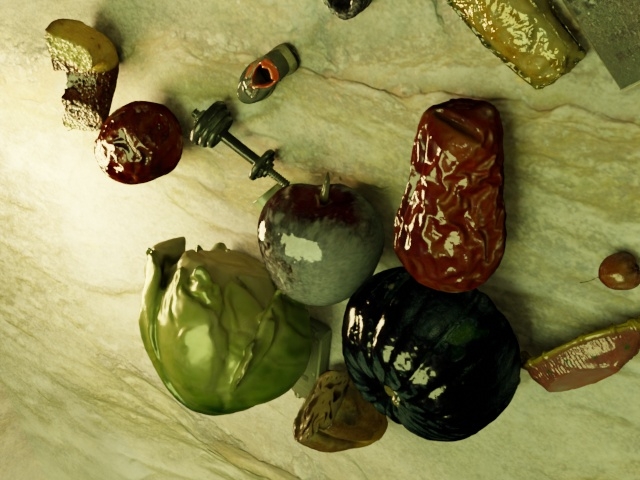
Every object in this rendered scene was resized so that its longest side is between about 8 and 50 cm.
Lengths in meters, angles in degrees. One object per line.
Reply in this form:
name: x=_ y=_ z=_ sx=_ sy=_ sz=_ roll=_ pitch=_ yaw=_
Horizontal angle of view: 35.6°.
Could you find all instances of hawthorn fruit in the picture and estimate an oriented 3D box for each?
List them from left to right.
hawthorn fruit: x=0.490 y=0.060 z=1.686 sx=0.103 sy=0.067 sz=0.067 roll=-26 pitch=102 yaw=38

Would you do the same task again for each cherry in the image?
cherry: x=0.000 y=0.000 z=1.981 sx=0.255 sy=0.218 sz=0.296 roll=7 pitch=130 yaw=7

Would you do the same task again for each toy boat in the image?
toy boat: x=0.475 y=0.212 z=1.818 sx=0.141 sy=0.099 sz=0.318 roll=17 pitch=152 yaw=-28

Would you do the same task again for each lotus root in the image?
lotus root: x=0.059 y=0.418 z=2.304 sx=0.180 sy=0.199 sz=0.188 roll=37 pitch=167 yaw=-21

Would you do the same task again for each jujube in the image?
jujube: x=-0.404 y=-0.219 z=2.239 sx=0.183 sy=0.183 sz=0.243 roll=55 pitch=150 yaw=-8
jujube: x=0.232 y=-0.077 z=1.727 sx=0.216 sy=0.216 sz=0.342 roll=22 pitch=121 yaw=30

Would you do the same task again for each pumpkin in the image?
pumpkin: x=0.204 y=0.214 z=1.912 sx=0.363 sy=0.266 sz=0.363 roll=37 pitch=159 yaw=17

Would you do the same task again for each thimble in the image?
thimble: x=0.041 y=-0.436 z=1.703 sx=0.095 sy=0.066 sz=0.104 roll=27 pitch=137 yaw=22

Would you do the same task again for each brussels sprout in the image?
brussels sprout: x=-0.232 y=0.211 z=2.252 sx=0.425 sy=0.342 sz=0.361 roll=26 pitch=105 yaw=42

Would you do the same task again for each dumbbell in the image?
dumbbell: x=-0.168 y=-0.192 z=2.087 sx=0.254 sy=0.110 sz=0.110 roll=39 pitch=141 yaw=4

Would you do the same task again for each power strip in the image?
power strip: x=-0.023 y=0.285 z=2.387 sx=0.078 sy=0.052 sz=0.272 roll=29 pitch=137 yaw=23

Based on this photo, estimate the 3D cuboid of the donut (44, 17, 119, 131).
donut: x=-0.513 y=-0.379 z=2.232 sx=0.112 sy=0.151 sz=0.295 roll=22 pitch=142 yaw=13

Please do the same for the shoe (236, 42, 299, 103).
shoe: x=-0.121 y=-0.316 z=1.950 sx=0.074 sy=0.077 sz=0.194 roll=53 pitch=141 yaw=-6

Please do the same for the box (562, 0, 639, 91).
box: x=0.414 y=-0.384 z=1.404 sx=0.325 sy=0.047 sz=0.180 roll=55 pitch=142 yaw=-7

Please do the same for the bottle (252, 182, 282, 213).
bottle: x=-0.057 y=-0.024 z=2.140 sx=0.201 sy=0.072 sz=0.072 roll=51 pitch=142 yaw=-4

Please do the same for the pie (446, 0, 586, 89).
pie: x=0.282 y=-0.357 z=1.541 sx=0.282 sy=0.068 sz=0.128 roll=49 pitch=141 yaw=6
